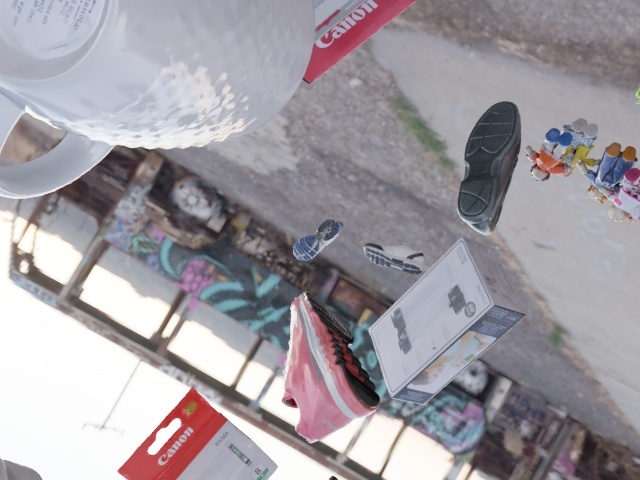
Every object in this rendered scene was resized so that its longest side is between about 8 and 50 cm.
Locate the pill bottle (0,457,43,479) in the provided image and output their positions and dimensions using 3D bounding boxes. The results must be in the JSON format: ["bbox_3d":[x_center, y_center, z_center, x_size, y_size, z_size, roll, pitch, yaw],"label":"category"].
[{"bbox_3d":[-0.645,0.409,1.350,0.224,0.224,0.392,24,172,42],"label":"pill bottle"}]

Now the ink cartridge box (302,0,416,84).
[{"bbox_3d":[0.042,-0.465,1.683,0.130,0.309,0.271,31,-141,-38],"label":"ink cartridge box"}]

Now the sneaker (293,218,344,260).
[{"bbox_3d":[0.000,0.000,1.870,0.052,0.135,0.058,61,-152,8],"label":"sneaker"}]

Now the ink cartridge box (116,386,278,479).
[{"bbox_3d":[-0.193,0.375,1.402,0.056,0.181,0.224,22,155,49],"label":"ink cartridge box"}]

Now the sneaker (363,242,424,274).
[{"bbox_3d":[0.129,0.024,1.492,0.109,0.043,0.040,18,151,5],"label":"sneaker"}]

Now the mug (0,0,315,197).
[{"bbox_3d":[-0.213,-0.191,0.849,0.276,0.374,0.328,43,-163,7],"label":"mug"}]

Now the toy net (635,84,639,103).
[{"bbox_3d":[0.446,-0.245,1.049,0.045,0.232,0.122,28,131,12],"label":"toy net"}]

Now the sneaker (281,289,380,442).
[{"bbox_3d":[-0.019,0.191,1.343,0.116,0.136,0.314,44,-170,-27],"label":"sneaker"}]

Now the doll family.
[{"bbox_3d":[0.527,-0.139,1.646,0.263,0.118,0.163,31,154,13],"label":"doll family"}]

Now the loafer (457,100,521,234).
[{"bbox_3d":[0.323,-0.136,1.619,0.096,0.267,0.084,4,152,35],"label":"loafer"}]

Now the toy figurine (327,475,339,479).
[{"bbox_3d":[0.032,0.403,0.998,0.209,0.148,0.213,50,-178,35],"label":"toy figurine"}]

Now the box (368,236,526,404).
[{"bbox_3d":[0.225,0.152,1.582,0.087,0.290,0.169,18,-143,-34],"label":"box"}]
